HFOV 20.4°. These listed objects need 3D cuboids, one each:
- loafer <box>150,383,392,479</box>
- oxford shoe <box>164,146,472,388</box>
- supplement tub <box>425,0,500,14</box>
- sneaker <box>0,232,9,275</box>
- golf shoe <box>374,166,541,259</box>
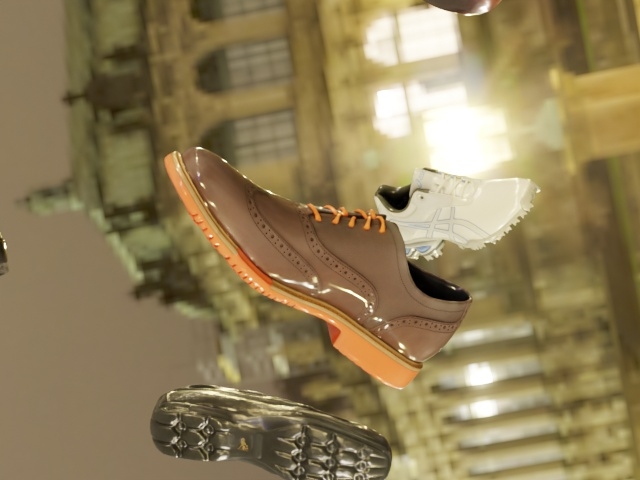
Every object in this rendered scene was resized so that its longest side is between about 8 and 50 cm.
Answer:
[{"bbox_3d":[-0.042,0.172,1.619,0.078,0.223,0.076,-68,-14,-62],"label":"loafer"},{"bbox_3d":[0.000,0.000,1.303,0.271,0.098,0.097,37,-164,-33],"label":"oxford shoe"},{"bbox_3d":[0.087,-0.190,0.693,0.106,0.198,0.106,40,172,7],"label":"supplement tub"},{"bbox_3d":[-0.326,-0.006,1.584,0.097,0.084,0.234,67,158,1],"label":"sneaker"},{"bbox_3d":[0.124,-0.036,1.696,0.086,0.176,0.069,49,-134,-24],"label":"golf shoe"}]
